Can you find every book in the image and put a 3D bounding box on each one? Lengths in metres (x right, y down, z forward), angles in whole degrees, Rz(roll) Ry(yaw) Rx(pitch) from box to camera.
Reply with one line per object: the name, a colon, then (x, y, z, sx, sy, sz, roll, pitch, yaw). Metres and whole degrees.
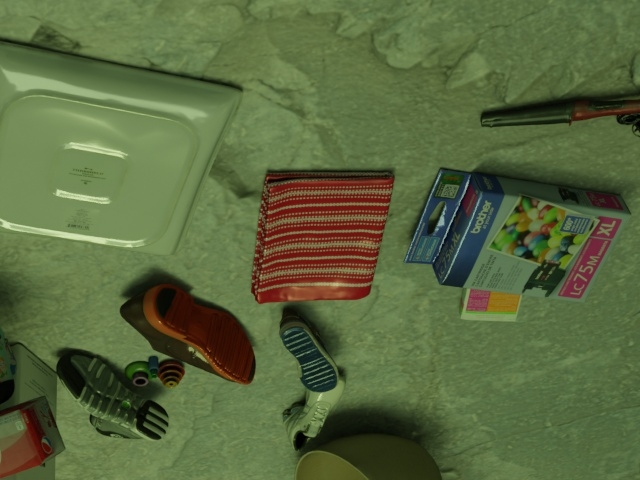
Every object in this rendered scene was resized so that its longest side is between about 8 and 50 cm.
book: (0.286, 0.076, 2.034, 0.096, 0.035, 0.144, -1, 136, -8)

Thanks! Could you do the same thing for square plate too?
square plate: (-0.319, -0.104, 1.714, 0.347, 0.049, 0.344, 9, 134, -19)

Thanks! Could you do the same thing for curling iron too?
curling iron: (0.365, -0.174, 1.770, 0.274, 0.035, 0.068, -3, 138, -7)

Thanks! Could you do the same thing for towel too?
towel: (0.000, 0.000, 1.900, 0.199, 0.031, 0.274, -1, 137, -10)

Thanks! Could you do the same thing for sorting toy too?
sorting toy: (-0.281, 0.231, 2.094, 0.102, 0.042, 0.061, -6, 138, -4)

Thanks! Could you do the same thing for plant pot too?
plant pot: (0.116, 0.469, 2.298, 0.191, 0.284, 0.284, -30, 151, -36)

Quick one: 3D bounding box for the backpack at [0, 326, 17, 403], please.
backpack: (-0.587, 0.154, 1.828, 0.225, 0.191, 0.253, -22, 98, 13)

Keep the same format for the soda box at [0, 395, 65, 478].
soda box: (-0.518, 0.316, 1.825, 0.263, 0.083, 0.092, -21, 92, 16)

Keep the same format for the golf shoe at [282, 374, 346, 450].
golf shoe: (-0.004, 0.308, 2.198, 0.069, 0.086, 0.176, 16, 131, -23)

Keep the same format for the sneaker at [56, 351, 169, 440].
sneaker: (-0.380, 0.281, 2.106, 0.229, 0.086, 0.132, 41, 143, -23)

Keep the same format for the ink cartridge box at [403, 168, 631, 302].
ink cartridge box: (0.302, -0.003, 1.909, 0.311, 0.065, 0.185, 9, 125, -17)

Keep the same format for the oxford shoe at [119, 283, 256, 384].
oxford shoe: (-0.209, 0.156, 2.006, 0.098, 0.096, 0.271, -14, 138, 36)

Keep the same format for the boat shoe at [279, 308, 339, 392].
boat shoe: (-0.017, 0.182, 2.069, 0.066, 0.066, 0.183, -18, 132, 7)

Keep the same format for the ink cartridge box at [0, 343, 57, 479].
ink cartridge box: (-0.536, 0.333, 1.988, 0.197, 0.272, 0.114, -23, 136, 15)
